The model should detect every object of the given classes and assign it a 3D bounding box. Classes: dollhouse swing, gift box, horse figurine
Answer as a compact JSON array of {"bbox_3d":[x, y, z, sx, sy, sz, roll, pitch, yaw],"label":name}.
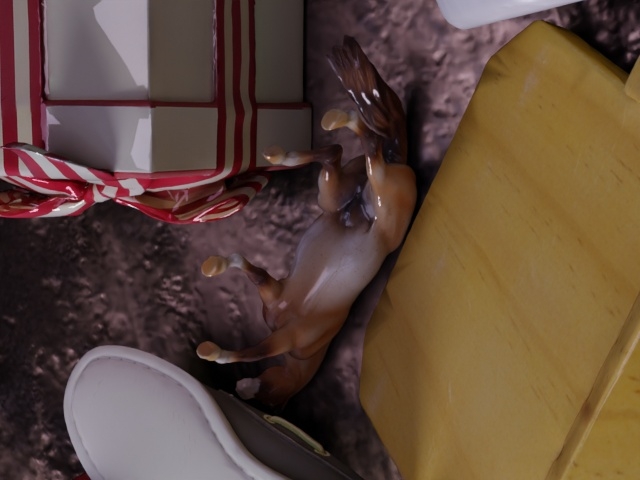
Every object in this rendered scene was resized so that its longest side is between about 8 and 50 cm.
[{"bbox_3d":[0.219,0.072,0.982,0.315,0.305,0.347,21,106,-8],"label":"dollhouse swing"},{"bbox_3d":[-0.170,-0.141,1.085,0.255,0.276,0.258,3,96,31],"label":"gift box"},{"bbox_3d":[0.000,0.000,1.087,0.066,0.174,0.263,28,92,32],"label":"horse figurine"}]

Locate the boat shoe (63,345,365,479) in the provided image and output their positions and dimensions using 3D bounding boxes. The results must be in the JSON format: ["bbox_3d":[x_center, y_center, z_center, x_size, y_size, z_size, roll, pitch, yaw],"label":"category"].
[{"bbox_3d":[-0.051,0.169,1.087,0.305,0.091,0.109,31,100,30],"label":"boat shoe"}]

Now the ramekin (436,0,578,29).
[{"bbox_3d":[0.177,-0.213,0.915,0.277,0.277,0.135,-11,97,26],"label":"ramekin"}]

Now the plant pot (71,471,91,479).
[{"bbox_3d":[-0.148,0.271,1.148,0.191,0.191,0.174,35,103,19],"label":"plant pot"}]
